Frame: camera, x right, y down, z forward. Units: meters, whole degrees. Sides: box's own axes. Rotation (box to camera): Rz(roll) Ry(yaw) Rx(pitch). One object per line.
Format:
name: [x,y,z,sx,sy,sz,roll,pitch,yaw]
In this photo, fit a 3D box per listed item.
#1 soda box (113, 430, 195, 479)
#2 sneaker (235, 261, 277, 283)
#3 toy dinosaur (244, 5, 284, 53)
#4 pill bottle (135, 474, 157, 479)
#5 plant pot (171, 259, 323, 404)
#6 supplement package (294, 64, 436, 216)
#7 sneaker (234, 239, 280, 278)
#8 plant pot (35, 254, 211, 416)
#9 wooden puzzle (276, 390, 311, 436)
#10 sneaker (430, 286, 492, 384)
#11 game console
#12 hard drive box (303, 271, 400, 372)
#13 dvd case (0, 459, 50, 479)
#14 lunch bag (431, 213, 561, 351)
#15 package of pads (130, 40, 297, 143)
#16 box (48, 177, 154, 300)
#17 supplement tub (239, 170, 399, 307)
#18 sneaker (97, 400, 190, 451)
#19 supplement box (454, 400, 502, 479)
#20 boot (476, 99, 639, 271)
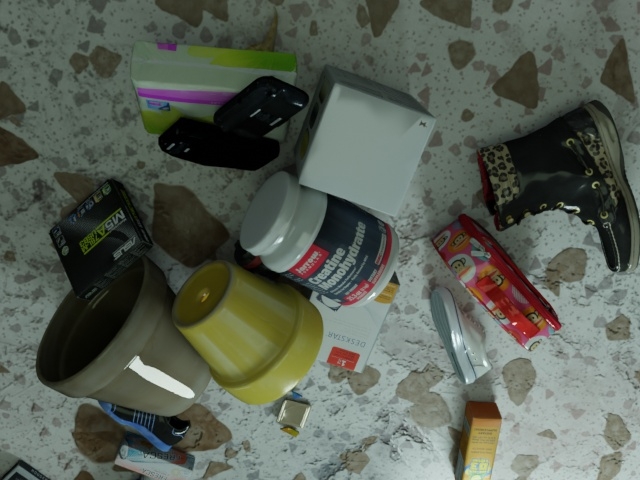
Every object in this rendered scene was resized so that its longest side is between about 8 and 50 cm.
soda box: [-0.398,0.530,1.827,0.183,0.058,0.063,25,107,-13]
sneaker: [-0.137,0.097,1.680,0.054,0.061,0.152,-38,110,8]
toy dinosaur: [-0.106,-0.365,1.513,0.093,0.053,0.183,29,106,-12]
pill bottle: [-0.437,0.617,1.852,0.120,0.067,0.067,-40,108,11]
plant pot: [-0.163,0.169,1.542,0.254,0.254,0.239,-39,125,11]
supplement package: [0.074,-0.203,1.472,0.198,0.262,0.199,18,108,-10]
sneaker: [-0.053,-0.024,1.624,0.276,0.097,0.135,-45,124,2]
plant pot: [-0.384,0.225,1.608,0.323,0.323,0.280,-39,125,11]
wooden puzzle: [-0.065,0.418,1.830,0.079,0.014,0.116,22,108,-16]
sneaker: [0.327,0.207,1.746,0.091,0.094,0.258,-27,115,-13]
game console: [-0.141,-0.211,1.417,0.213,0.361,0.044,10,71,-34]
hard drive box: [0.050,0.157,1.699,0.181,0.089,0.232,17,109,-9]
dvd case: [-0.748,0.669,1.872,0.239,0.029,0.179,-43,108,12]
lunch bag: [0.373,0.096,1.606,0.120,0.258,0.293,-41,108,12]
package of pads: [-0.200,-0.275,1.452,0.297,0.229,0.101,4,73,-5]
box: [-0.457,-0.003,1.570,0.191,0.184,0.045,-38,150,11]
supplement tub: [0.000,0.000,1.483,0.272,0.191,0.191,28,107,-26]
sneaker: [-0.409,0.396,1.769,0.090,0.081,0.232,-44,114,9]
supplement box: [0.386,0.513,1.860,0.078,0.080,0.233,3,112,-2]
boot: [0.507,-0.079,1.613,0.284,0.138,0.377,-18,107,2]
